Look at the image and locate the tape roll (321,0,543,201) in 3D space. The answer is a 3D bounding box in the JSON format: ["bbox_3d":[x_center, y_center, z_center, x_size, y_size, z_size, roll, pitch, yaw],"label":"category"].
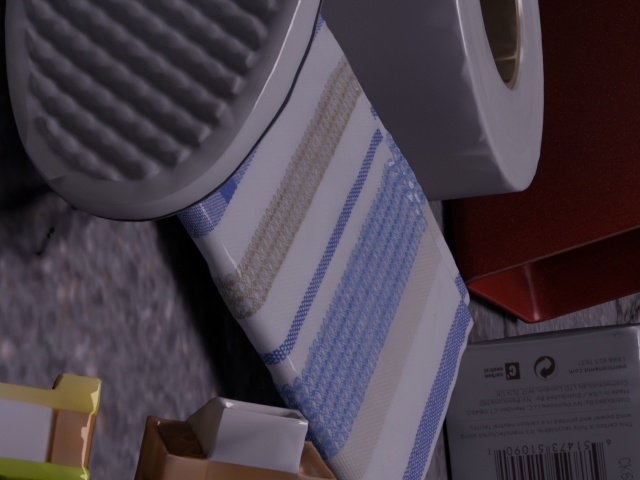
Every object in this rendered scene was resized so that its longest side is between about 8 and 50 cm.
[{"bbox_3d":[0.072,-0.168,1.140,0.286,0.100,0.286,-7,90,-72],"label":"tape roll"}]

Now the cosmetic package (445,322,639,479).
[{"bbox_3d":[0.189,0.144,1.310,0.184,0.151,0.151,4,80,-73],"label":"cosmetic package"}]

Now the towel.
[{"bbox_3d":[0.000,0.000,0.904,0.285,0.034,0.209,61,32,-30],"label":"towel"}]

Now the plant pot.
[{"bbox_3d":[0.239,-0.095,1.413,0.267,0.267,0.235,26,48,-69],"label":"plant pot"}]

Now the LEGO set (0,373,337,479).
[{"bbox_3d":[-0.128,0.068,0.386,0.287,0.132,0.107,25,64,-44],"label":"LEGO set"}]

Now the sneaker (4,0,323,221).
[{"bbox_3d":[-0.047,-0.147,0.725,0.127,0.126,0.321,72,25,-70],"label":"sneaker"}]
